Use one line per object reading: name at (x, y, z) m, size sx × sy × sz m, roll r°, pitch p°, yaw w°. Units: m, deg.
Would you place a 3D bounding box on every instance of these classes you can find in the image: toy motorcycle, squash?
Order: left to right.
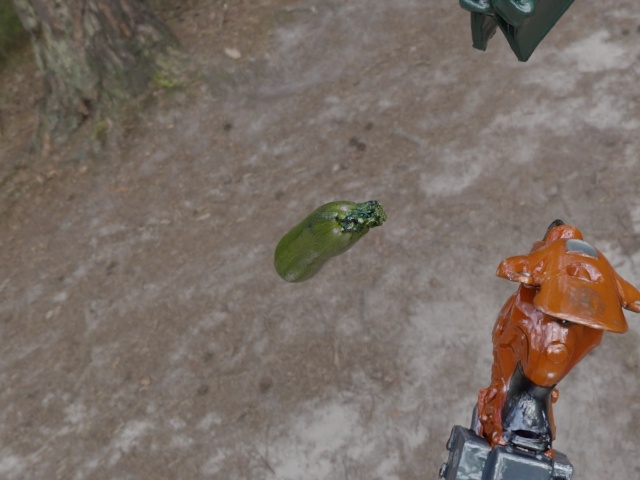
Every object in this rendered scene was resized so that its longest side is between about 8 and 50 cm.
squash at (0.000, 0.000, 0.658) m, size 0.052 × 0.052 × 0.183 m, roll -39°, pitch 1°, yaw -27°
toy motorcycle at (0.226, 0.133, 0.762) m, size 0.147 × 0.326 × 0.221 m, roll 14°, pitch -1°, yaw 2°

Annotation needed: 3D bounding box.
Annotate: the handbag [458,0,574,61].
handbag at (0.173, -0.319, 0.560) m, size 0.089 × 0.326 × 0.238 m, roll 29°, pitch 77°, yaw 31°
